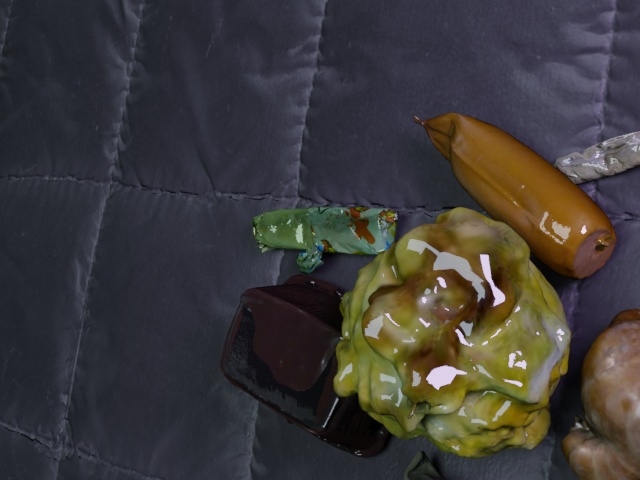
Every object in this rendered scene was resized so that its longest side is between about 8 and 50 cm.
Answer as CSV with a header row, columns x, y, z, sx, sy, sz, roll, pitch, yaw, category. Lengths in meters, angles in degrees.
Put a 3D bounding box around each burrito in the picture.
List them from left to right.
x,y,z,sx,sy,sz,roll,pitch,yaw,category
0.000,0.000,1.415,0.288,0.054,0.104,2,84,38,burrito
0.370,-0.107,1.139,0.185,0.041,0.045,-19,78,38,burrito

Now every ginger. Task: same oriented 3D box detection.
x,y,z,sx,sy,sz,roll,pitch,yaw,category
0.411,0.137,0.980,0.375,0.176,0.256,-41,40,28,ginger

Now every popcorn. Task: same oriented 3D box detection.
x,y,z,sx,sy,sz,roll,pitch,yaw,category
0.151,0.118,1.124,0.312,0.312,0.312,-9,75,38,popcorn

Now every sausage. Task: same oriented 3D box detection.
x,y,z,sx,sy,sz,roll,pitch,yaw,category
0.241,-0.078,1.193,0.328,0.112,0.112,47,110,35,sausage

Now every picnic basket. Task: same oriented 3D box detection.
x,y,z,sx,sy,sz,roll,pitch,yaw,category
-0.022,0.176,1.343,0.296,0.129,0.223,24,97,41,picnic basket

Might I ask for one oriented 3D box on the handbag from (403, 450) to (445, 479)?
x,y,z,sx,sy,sz,roll,pitch,yaw,category
0.178,0.444,1.130,0.315,0.109,0.253,28,103,51,handbag
